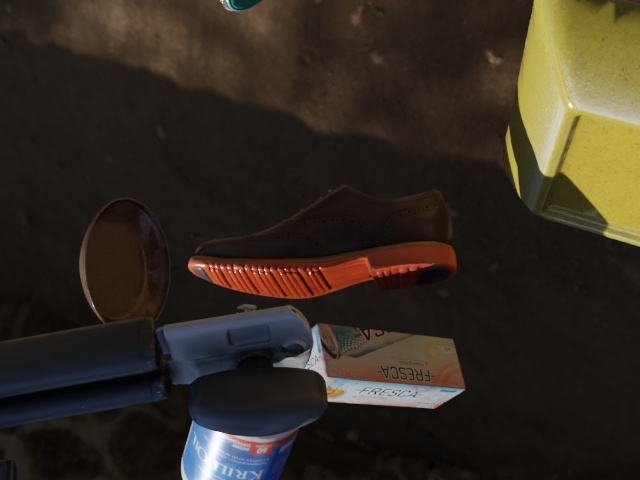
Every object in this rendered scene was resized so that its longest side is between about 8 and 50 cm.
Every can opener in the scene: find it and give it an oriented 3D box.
[{"bbox_3d":[-0.137,0.101,0.691,0.280,0.093,0.074,-6,133,0],"label":"can opener"}]

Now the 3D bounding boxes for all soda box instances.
[{"bbox_3d":[0.062,0.134,0.982,0.058,0.183,0.063,-43,47,43],"label":"soda box"}]

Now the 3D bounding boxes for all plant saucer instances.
[{"bbox_3d":[0.330,-0.067,0.850,0.332,0.081,0.333,16,162,11],"label":"plant saucer"},{"bbox_3d":[-0.287,0.038,1.349,0.036,0.198,0.199,-4,122,27],"label":"plant saucer"}]

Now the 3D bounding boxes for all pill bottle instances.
[{"bbox_3d":[-0.101,0.253,1.136,0.124,0.124,0.221,32,131,16],"label":"pill bottle"}]

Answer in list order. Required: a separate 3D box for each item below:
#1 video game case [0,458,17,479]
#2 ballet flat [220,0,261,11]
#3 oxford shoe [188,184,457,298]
[{"bbox_3d":[-0.371,0.280,0.706,0.026,0.274,0.196,104,159,-62],"label":"video game case"},{"bbox_3d":[-0.028,-0.196,0.610,0.041,0.114,0.041,46,179,1],"label":"ballet flat"},{"bbox_3d":[0.000,0.000,0.959,0.271,0.098,0.097,-3,160,4],"label":"oxford shoe"}]
